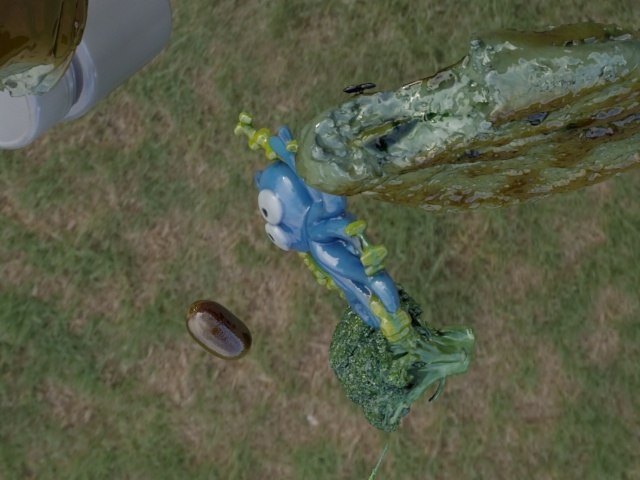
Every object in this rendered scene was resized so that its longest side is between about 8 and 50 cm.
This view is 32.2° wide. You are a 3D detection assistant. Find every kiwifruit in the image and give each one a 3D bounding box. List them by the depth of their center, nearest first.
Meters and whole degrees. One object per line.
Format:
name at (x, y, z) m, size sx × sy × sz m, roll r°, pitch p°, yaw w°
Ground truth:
kiwifruit at (-0.156, 0.138, 1.700) m, size 0.075 × 0.075 × 0.124 m, roll -33°, pitch 130°, yaw 23°

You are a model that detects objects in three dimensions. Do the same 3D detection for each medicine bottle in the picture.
medicine bottle at (-0.392, -0.291, 1.651) m, size 0.208 × 0.339 × 0.208 m, roll 16°, pitch 130°, yaw 20°

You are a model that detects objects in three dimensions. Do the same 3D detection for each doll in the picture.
doll at (0.000, 0.000, 1.566) m, size 0.099 × 0.341 × 0.346 m, roll -33°, pitch 136°, yaw -12°

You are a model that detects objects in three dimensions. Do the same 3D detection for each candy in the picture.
candy at (0.067, 0.289, 1.393) m, size 0.025 × 0.083 × 0.023 m, roll 18°, pitch 150°, yaw 17°

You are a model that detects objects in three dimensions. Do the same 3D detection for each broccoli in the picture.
broccoli at (0.135, 0.186, 1.866) m, size 0.242 × 0.261 × 0.269 m, roll 7°, pitch 145°, yaw 0°

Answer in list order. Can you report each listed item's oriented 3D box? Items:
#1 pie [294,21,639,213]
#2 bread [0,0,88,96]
pie at (0.125, -0.075, 0.760) m, size 0.302 × 0.302 × 0.067 m, roll -15°, pitch 78°, yaw 16°
bread at (-0.273, -0.163, 0.615) m, size 0.225 × 0.279 × 0.250 m, roll -30°, pitch 101°, yaw 17°
